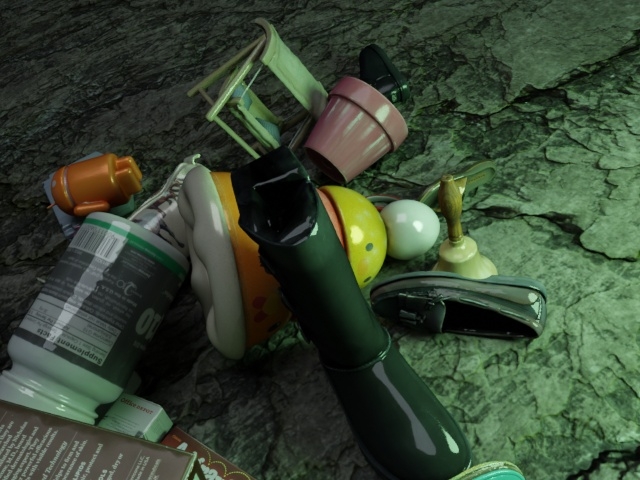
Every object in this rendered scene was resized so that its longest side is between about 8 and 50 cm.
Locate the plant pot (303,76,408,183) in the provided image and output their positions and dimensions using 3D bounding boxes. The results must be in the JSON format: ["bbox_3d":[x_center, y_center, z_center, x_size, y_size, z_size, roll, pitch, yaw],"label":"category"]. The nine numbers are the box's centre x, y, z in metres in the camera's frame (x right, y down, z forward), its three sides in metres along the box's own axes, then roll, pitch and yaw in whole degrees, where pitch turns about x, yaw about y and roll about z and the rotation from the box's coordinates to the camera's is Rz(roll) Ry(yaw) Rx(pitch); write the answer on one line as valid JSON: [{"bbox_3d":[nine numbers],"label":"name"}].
[{"bbox_3d":[0.066,-0.234,1.579,0.201,0.201,0.180,31,77,42],"label":"plant pot"}]

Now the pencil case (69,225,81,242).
[{"bbox_3d":[-0.526,0.066,1.536,0.095,0.098,0.209,-12,42,8],"label":"pencil case"}]

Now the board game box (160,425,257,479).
[{"bbox_3d":[-0.179,0.407,1.084,0.281,0.027,0.145,19,53,36],"label":"board game box"}]

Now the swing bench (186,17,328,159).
[{"bbox_3d":[-0.123,-0.328,1.640,0.255,0.253,0.165,-45,43,4],"label":"swing bench"}]

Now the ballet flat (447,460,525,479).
[{"bbox_3d":[0.125,0.408,0.914,0.349,0.123,0.123,-39,44,-24],"label":"ballet flat"}]

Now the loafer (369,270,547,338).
[{"bbox_3d":[0.228,0.116,1.190,0.303,0.109,0.095,-2,48,15],"label":"loafer"}]

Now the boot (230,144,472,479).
[{"bbox_3d":[0.046,0.121,0.989,0.146,0.445,0.367,-32,42,-14],"label":"boot"}]

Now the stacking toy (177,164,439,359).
[{"bbox_3d":[0.000,0.000,1.297,0.480,0.350,0.350,-12,39,-15],"label":"stacking toy"}]

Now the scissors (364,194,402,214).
[{"bbox_3d":[0.035,-0.067,1.528,0.297,0.021,0.109,7,50,29],"label":"scissors"}]

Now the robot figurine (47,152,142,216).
[{"bbox_3d":[-0.535,-0.128,1.652,0.220,0.128,0.158,-15,84,4],"label":"robot figurine"}]

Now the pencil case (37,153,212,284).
[{"bbox_3d":[-0.355,0.012,1.428,0.410,0.183,0.160,-46,38,-18],"label":"pencil case"}]

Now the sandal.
[{"bbox_3d":[0.276,-0.094,1.430,0.219,0.090,0.060,-25,63,-16],"label":"sandal"}]

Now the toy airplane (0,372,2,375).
[{"bbox_3d":[-0.728,0.183,1.283,0.273,0.384,0.386,-33,81,17],"label":"toy airplane"}]

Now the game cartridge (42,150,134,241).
[{"bbox_3d":[-0.592,-0.121,1.802,0.198,0.062,0.297,-27,41,-15],"label":"game cartridge"}]

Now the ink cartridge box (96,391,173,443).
[{"bbox_3d":[-0.333,0.339,1.194,0.099,0.056,0.135,12,50,31],"label":"ink cartridge box"}]

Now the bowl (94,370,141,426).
[{"bbox_3d":[-0.424,0.273,1.306,0.142,0.053,0.142,13,50,34],"label":"bowl"}]

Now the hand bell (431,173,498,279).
[{"bbox_3d":[0.235,-0.015,1.221,0.126,0.242,0.126,-11,42,10],"label":"hand bell"}]

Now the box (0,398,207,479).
[{"bbox_3d":[-0.355,0.352,0.991,0.382,0.191,0.143,11,49,15],"label":"box"}]

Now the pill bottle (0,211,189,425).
[{"bbox_3d":[-0.394,0.149,1.198,0.204,0.204,0.360,15,69,33],"label":"pill bottle"}]

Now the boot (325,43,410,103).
[{"bbox_3d":[0.090,-0.405,1.814,0.207,0.094,0.246,-21,47,-8],"label":"boot"}]
